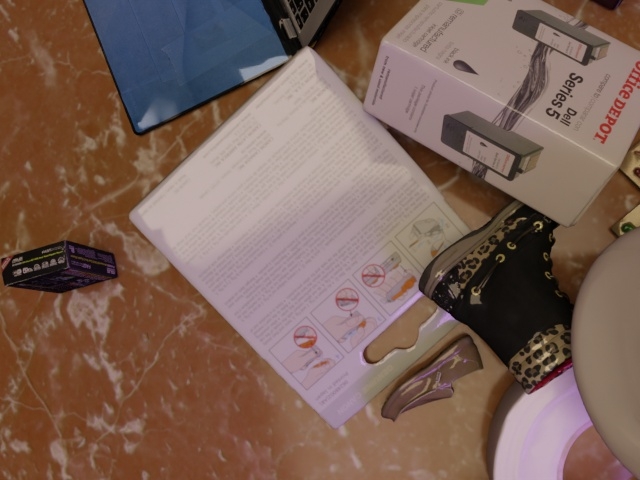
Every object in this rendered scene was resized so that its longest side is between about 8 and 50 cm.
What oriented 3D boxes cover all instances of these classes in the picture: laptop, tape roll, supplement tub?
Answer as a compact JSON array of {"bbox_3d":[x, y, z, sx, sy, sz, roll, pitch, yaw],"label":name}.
[{"bbox_3d":[-0.162,-0.410,0.799,0.236,0.408,0.381,-19,81,-26],"label":"laptop"},{"bbox_3d":[0.335,0.260,0.716,0.286,0.100,0.286,-1,85,9],"label":"tape roll"},{"bbox_3d":[0.422,0.093,0.557,0.325,0.235,0.235,-3,84,-16],"label":"supplement tub"}]

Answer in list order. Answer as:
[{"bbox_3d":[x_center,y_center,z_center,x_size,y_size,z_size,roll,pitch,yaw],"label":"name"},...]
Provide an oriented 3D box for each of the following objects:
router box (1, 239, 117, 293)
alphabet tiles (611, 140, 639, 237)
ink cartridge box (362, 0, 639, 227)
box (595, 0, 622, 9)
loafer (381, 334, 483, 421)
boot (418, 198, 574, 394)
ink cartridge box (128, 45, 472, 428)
[{"bbox_3d":[-0.341,0.037,0.843,0.092,0.122,0.038,-15,78,8],"label":"router box"},{"bbox_3d":[0.527,-0.026,0.722,0.285,0.011,0.342,-43,73,10],"label":"alphabet tiles"},{"bbox_3d":[0.218,-0.172,0.725,0.273,0.114,0.198,32,58,11],"label":"ink cartridge box"},{"bbox_3d":[0.407,-0.486,0.722,0.143,0.191,0.381,33,90,11],"label":"box"},{"bbox_3d":[0.138,0.176,0.780,0.148,0.056,0.050,-41,74,5],"label":"loafer"},{"bbox_3d":[0.252,0.044,0.715,0.236,0.085,0.178,-32,59,-12],"label":"boot"},{"bbox_3d":[0.000,0.000,0.825,0.308,0.091,0.385,-42,97,4],"label":"ink cartridge box"}]
